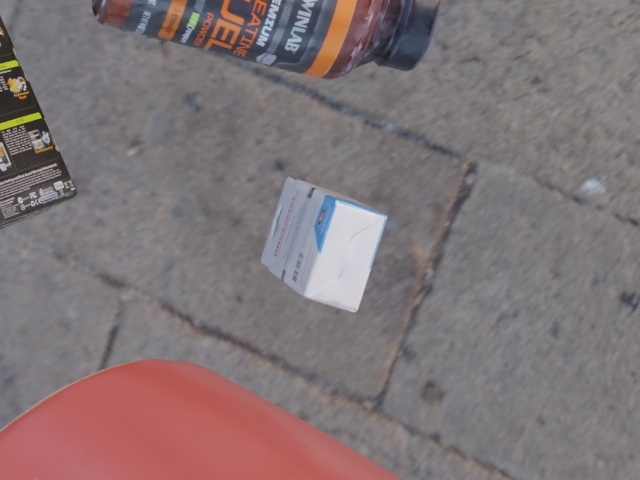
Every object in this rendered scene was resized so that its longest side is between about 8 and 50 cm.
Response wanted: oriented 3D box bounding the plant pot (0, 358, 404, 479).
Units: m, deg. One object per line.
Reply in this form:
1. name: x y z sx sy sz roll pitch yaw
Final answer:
1. plant pot: -0.034 0.194 0.656 0.243 0.275 0.275 38 115 33

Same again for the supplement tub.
1. supplement tub: -0.030 -0.157 0.937 0.198 0.106 0.106 12 110 -14

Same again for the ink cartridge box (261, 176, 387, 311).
1. ink cartridge box: 0.000 0.000 0.752 0.028 0.083 0.048 17 96 -19

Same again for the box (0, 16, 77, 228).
1. box: -0.309 -0.092 1.302 0.045 0.191 0.184 -24 93 37
